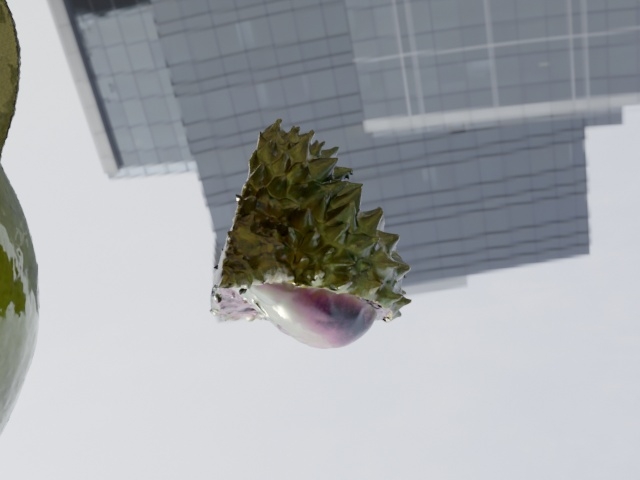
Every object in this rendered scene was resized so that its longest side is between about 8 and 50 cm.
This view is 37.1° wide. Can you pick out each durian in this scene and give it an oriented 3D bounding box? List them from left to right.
[{"bbox_3d":[0.003,0.002,0.548,0.108,0.186,0.119,19,-103,-1],"label":"durian"}]

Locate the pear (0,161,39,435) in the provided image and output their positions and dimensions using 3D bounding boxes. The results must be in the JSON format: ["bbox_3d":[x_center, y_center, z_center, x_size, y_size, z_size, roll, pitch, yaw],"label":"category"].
[{"bbox_3d":[-0.233,0.030,0.428,0.212,0.212,0.269,-3,-109,15],"label":"pear"}]

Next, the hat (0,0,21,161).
[{"bbox_3d":[-0.308,-0.096,0.545,0.252,0.110,0.252,-4,-105,14],"label":"hat"}]
